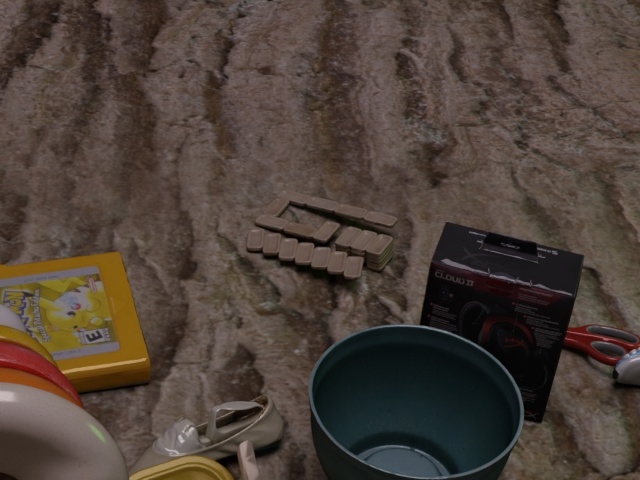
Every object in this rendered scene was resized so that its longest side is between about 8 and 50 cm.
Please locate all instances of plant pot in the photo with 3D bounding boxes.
[{"bbox_3d":[0.122,0.286,1.886,0.293,0.196,0.293,4,39,-3],"label":"plant pot"}]

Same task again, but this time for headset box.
[{"bbox_3d":[0.266,0.114,2.046,0.218,0.293,0.110,14,39,10],"label":"headset box"}]

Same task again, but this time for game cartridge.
[{"bbox_3d":[-0.449,0.134,2.115,0.324,0.052,0.285,-6,40,-17],"label":"game cartridge"}]

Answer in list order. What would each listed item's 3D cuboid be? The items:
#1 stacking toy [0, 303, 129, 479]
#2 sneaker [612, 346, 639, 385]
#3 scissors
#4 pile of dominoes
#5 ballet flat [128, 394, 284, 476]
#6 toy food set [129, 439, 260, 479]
[{"bbox_3d":[-0.443,0.221,1.810,0.351,0.350,0.480,-2,30,-11],"label":"stacking toy"},{"bbox_3d":[0.560,0.214,2.145,0.191,0.071,0.083,-3,45,-12],"label":"sneaker"},{"bbox_3d":[0.381,0.152,2.239,0.297,0.021,0.109,12,29,19],"label":"scissors"},{"bbox_3d":[0.000,0.000,2.379,0.251,0.040,0.196,15,39,24],"label":"pile of dominoes"},{"bbox_3d":[-0.167,0.281,1.940,0.248,0.086,0.086,-17,44,-28],"label":"ballet flat"},{"bbox_3d":[-0.184,0.367,1.852,0.218,0.071,0.128,-14,70,-19],"label":"toy food set"}]
